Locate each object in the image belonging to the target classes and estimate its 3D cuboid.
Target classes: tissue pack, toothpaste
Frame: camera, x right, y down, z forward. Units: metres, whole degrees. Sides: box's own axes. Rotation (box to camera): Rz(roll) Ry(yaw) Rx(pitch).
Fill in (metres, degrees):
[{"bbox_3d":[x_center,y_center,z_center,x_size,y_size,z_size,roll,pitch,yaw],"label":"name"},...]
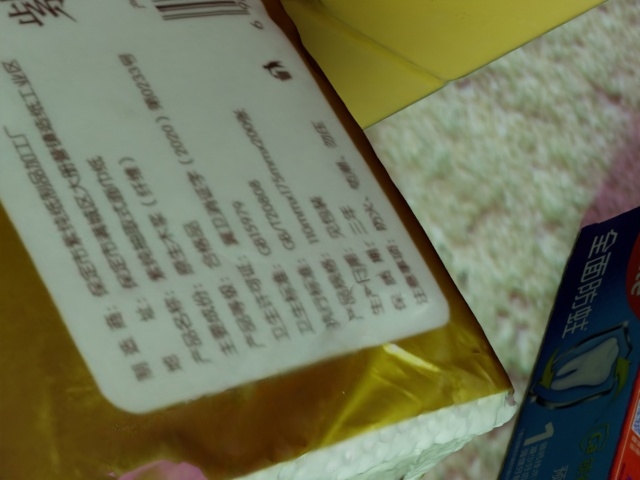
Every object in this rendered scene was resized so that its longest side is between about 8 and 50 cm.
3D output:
[{"bbox_3d":[-0.070,-0.011,0.485,0.183,0.092,0.226,-14,67,-39],"label":"tissue pack"},{"bbox_3d":[0.124,0.113,0.751,0.066,0.076,0.320,43,49,-20],"label":"toothpaste"}]

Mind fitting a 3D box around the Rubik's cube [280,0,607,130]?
[{"bbox_3d":[-0.012,-0.248,0.638,0.292,0.291,0.290,26,56,-34],"label":"Rubik's cube"}]
